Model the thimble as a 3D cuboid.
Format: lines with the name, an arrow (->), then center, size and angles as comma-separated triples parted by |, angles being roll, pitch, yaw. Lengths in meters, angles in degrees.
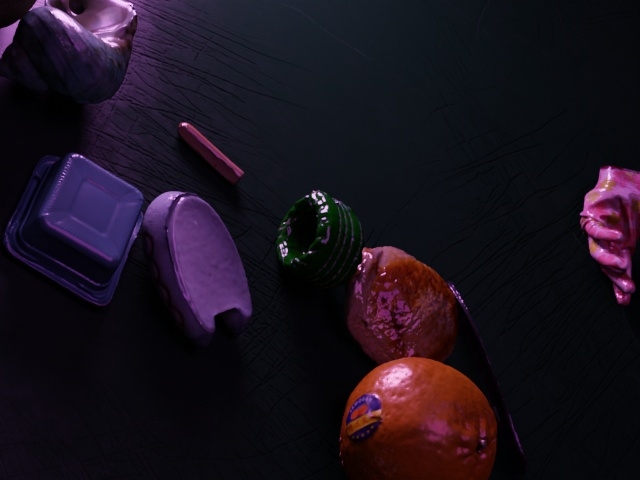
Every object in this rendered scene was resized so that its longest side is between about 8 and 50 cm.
thimble -> 0.000, 0.000, 1.898 | 0.090, 0.118, 0.130 | 27, 64, -32

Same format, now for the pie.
pie -> 0.115, 0.101, 1.954 | 0.205, 0.084, 0.179 | 47, 40, -10

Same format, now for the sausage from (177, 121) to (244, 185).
sausage -> -0.156, -0.124, 1.911 | 0.116, 0.026, 0.026 | 42, 41, -10

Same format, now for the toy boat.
toy boat -> -0.170, 0.037, 1.759 | 0.134, 0.079, 0.208 | -21, 88, -50

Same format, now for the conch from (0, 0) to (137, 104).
conch -> -0.326, -0.254, 1.776 | 0.188, 0.122, 0.176 | -9, 60, -49

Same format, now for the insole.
insole -> 0.244, 0.201, 2.014 | 0.012, 0.110, 0.309 | -19, 78, -7

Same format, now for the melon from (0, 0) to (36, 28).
melon -> -0.420, -0.336, 1.750 | 0.114, 0.114, 0.167 | 42, 39, -12

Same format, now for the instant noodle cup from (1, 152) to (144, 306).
instant noodle cup -> -0.295, -0.025, 1.679 | 0.157, 0.070, 0.179 | 33, 45, -19

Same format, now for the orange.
orange -> 0.129, 0.261, 1.780 | 0.219, 0.193, 0.219 | 43, 32, -36

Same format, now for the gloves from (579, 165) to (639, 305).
gloves -> 0.532, -0.004, 2.402 | 0.145, 0.126, 0.241 | 17, 80, -40
